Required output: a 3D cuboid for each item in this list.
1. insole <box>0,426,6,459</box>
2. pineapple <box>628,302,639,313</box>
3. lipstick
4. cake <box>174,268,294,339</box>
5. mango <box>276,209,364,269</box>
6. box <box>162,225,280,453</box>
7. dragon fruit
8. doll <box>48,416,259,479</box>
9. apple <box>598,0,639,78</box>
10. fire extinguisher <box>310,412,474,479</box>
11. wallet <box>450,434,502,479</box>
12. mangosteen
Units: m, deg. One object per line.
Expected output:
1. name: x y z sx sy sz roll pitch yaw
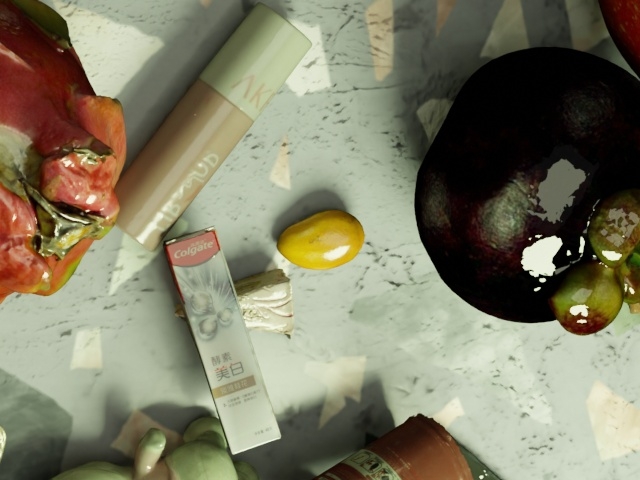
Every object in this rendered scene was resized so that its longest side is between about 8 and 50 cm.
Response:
1. insole: -0.397 0.273 1.896 0.081 0.011 0.248 36 89 -22
2. pineapple: 0.443 0.021 1.930 0.223 0.357 0.222 -5 103 -20
3. lipstick: -0.111 -0.110 1.874 0.070 0.070 0.254 38 89 -21
4. cake: -0.087 0.059 1.931 0.121 0.052 0.065 5 103 -17
5. mango: 0.000 0.000 1.950 0.089 0.046 0.060 -6 102 -4
6. box: -0.096 0.096 1.883 0.055 0.039 0.218 -19 97 -10
7. dragon fruit: -0.312 -0.072 1.737 0.305 0.226 0.305 -4 105 -16
8. doll: -0.188 0.267 1.907 0.275 0.113 0.154 -22 110 -13
9. apple: 0.433 -0.256 1.875 0.349 0.348 0.277 1 88 -18
10. fire extinguisher: -0.012 0.277 1.902 0.337 0.106 0.147 -29 121 -25
11. wallet: 0.176 0.334 2.086 0.285 0.030 0.146 41 90 -20
12. mangosteen: 0.245 -0.035 1.884 0.275 0.302 0.275 -38 146 -31
